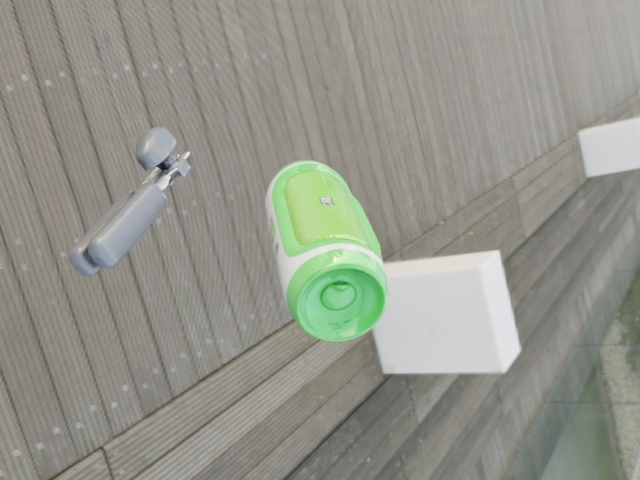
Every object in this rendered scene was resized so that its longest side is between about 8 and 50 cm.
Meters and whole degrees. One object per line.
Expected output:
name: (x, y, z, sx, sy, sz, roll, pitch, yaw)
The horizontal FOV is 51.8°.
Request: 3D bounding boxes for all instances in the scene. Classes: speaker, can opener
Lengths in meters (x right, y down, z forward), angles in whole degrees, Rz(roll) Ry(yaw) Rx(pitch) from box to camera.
speaker: (0.000, 0.000, 0.863, 0.131, 0.131, 0.296, 57, 7, -30)
can opener: (-0.273, -0.069, 0.939, 0.095, 0.076, 0.283, 56, 31, -23)
